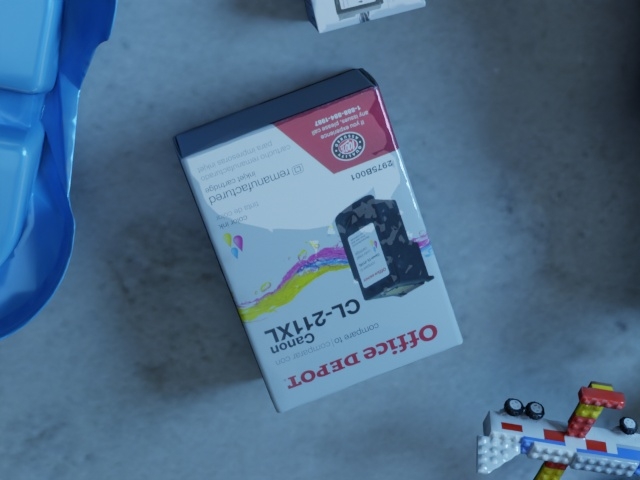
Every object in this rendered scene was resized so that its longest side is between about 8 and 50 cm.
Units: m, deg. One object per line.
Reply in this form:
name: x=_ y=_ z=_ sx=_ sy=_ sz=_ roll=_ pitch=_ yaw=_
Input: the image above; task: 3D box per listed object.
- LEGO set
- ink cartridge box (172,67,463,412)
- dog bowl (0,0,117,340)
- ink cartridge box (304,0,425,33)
LEGO set: x=0.215 y=0.141 z=1.021 sx=0.244 sy=0.060 sz=0.182 roll=-24 pitch=130 yaw=23
ink cartridge box: x=0.000 y=0.000 z=0.995 sx=0.127 sy=0.072 sz=0.175 roll=-21 pitch=107 yaw=-3
dog bowl: x=-0.214 y=-0.084 z=0.939 sx=0.166 sy=0.074 sz=0.297 roll=9 pitch=103 yaw=-11
ink cartridge box: x=0.017 y=-0.146 z=0.969 sx=0.083 sy=0.048 sz=0.028 roll=-14 pitch=107 yaw=-3
